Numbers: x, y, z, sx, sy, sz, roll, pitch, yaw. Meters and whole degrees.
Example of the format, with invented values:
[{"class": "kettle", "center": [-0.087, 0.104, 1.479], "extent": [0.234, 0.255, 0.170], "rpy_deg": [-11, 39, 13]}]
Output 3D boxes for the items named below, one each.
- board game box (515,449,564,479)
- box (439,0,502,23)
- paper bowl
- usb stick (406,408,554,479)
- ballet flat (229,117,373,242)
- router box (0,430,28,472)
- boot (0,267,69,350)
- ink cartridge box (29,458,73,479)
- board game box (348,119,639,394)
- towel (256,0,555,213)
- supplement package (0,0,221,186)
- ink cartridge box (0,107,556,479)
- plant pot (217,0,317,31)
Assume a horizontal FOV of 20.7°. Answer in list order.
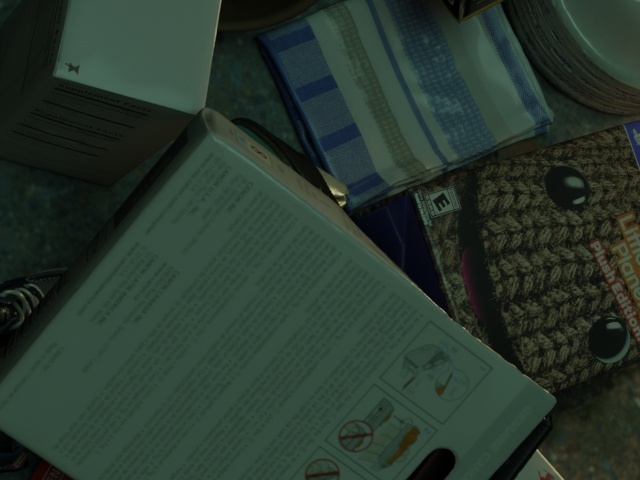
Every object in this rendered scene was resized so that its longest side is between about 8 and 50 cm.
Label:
[{"class": "board game box", "center": [0.194, 0.281, 1.657], "extent": [0.305, 0.193, 0.053], "rpy_deg": [48, 63, -8]}, {"class": "box", "center": [0.204, -0.392, 1.786], "extent": [0.322, 0.079, 0.257], "rpy_deg": [-29, 65, -15]}, {"class": "paper bowl", "center": [0.348, -0.288, 1.889], "extent": [0.284, 0.148, 0.284], "rpy_deg": [6, 76, -26]}, {"class": "usb stick", "center": [0.098, 0.239, 1.532], "extent": [0.077, 0.045, 0.278], "rpy_deg": [36, 99, 3]}, {"class": "ballet flat", "center": [0.000, 0.000, 1.684], "extent": [0.096, 0.095, 0.280], "rpy_deg": [-20, 74, -50]}, {"class": "router box", "center": [-0.319, 0.160, 1.526], "extent": [0.122, 0.038, 0.092], "rpy_deg": [-4, 79, -26]}, {"class": "boot", "center": [-0.267, 0.067, 1.545], "extent": [0.190, 0.086, 0.069], "rpy_deg": [-22, 88, -28]}, {"class": "ink cartridge box", "center": [-0.081, 0.171, 1.557], "extent": [0.261, 0.066, 0.296], "rpy_deg": [29, 93, -17]}, {"class": "board game box", "center": [0.211, 0.035, 1.750], "extent": [0.291, 0.141, 0.232], "rpy_deg": [-18, 86, -27]}, {"class": "towel", "center": [0.093, -0.164, 1.801], "extent": [0.285, 0.034, 0.209], "rpy_deg": [-24, 88, -28]}, {"class": "supplement package", "center": [-0.196, -0.152, 1.540], "extent": [0.134, 0.244, 0.139], "rpy_deg": [15, 73, -22]}, {"class": "ink cartridge box", "center": [-0.044, 0.122, 1.479], "extent": [0.385, 0.091, 0.308], "rpy_deg": [37, 101, -18]}, {"class": "plant pot", "center": [-0.093, -0.365, 1.656], "extent": [0.263, 0.263, 0.229], "rpy_deg": [25, 52, -19]}]
